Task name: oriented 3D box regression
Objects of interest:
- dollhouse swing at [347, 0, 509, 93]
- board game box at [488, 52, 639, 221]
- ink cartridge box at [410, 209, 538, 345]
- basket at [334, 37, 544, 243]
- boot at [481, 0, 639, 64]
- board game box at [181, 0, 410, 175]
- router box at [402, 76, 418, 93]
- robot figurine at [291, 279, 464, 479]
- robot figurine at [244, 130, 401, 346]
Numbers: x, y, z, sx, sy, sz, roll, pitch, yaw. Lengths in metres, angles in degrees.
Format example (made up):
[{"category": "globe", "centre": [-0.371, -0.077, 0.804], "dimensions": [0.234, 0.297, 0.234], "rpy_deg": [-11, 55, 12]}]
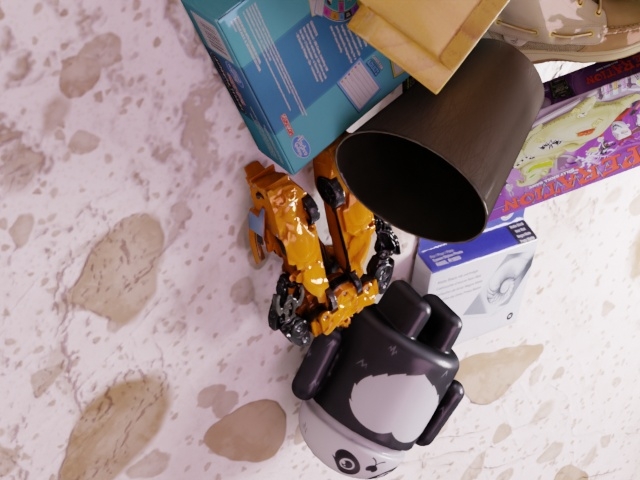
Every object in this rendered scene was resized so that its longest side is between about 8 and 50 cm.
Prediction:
[{"category": "dollhouse swing", "centre": [0.108, -0.380, 1.419], "dimensions": [0.347, 0.305, 0.315], "rpy_deg": [-54, 180, 8]}, {"category": "board game box", "centre": [0.318, -0.136, 1.825], "dimensions": [0.347, 0.056, 0.208], "rpy_deg": [-21, 149, 3]}, {"category": "ink cartridge box", "centre": [0.225, 0.053, 2.010], "dimensions": [0.223, 0.045, 0.224], "rpy_deg": [-18, 130, -34]}, {"category": "basket", "centre": [0.162, -0.131, 1.631], "dimensions": [0.227, 0.204, 0.154], "rpy_deg": [-50, 151, -35]}, {"category": "boot", "centre": [0.310, -0.328, 1.689], "dimensions": [0.262, 0.095, 0.203], "rpy_deg": [-4, 131, 10]}, {"category": "board game box", "centre": [0.031, -0.274, 1.546], "dimensions": [0.336, 0.079, 0.254], "rpy_deg": [-41, 139, -13]}, {"category": "router box", "centre": [0.150, -0.216, 1.738], "dimensions": [0.092, 0.038, 0.122], "rpy_deg": [-28, 136, -25]}, {"category": "robot figurine", "centre": [0.085, 0.199, 1.884], "dimensions": [0.278, 0.209, 0.173], "rpy_deg": [-60, 170, 10]}, {"category": "robot figurine", "centre": [0.000, 0.000, 1.723], "dimensions": [0.211, 0.085, 0.291], "rpy_deg": [-32, 136, -21]}]
